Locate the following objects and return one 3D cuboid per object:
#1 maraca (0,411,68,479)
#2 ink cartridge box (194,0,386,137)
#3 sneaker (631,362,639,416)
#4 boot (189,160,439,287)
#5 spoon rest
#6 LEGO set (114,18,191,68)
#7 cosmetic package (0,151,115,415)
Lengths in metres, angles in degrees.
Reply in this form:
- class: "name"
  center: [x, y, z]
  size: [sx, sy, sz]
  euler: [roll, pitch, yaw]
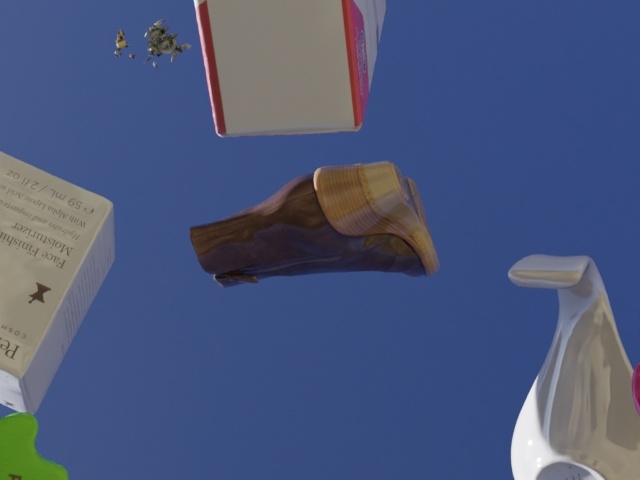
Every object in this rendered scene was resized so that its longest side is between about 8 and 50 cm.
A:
- class: "maraca"
  center: [-0.231, 0.133, 0.740]
  size: [0.185, 0.099, 0.127]
  euler: [11, -84, -6]
- class: "ink cartridge box"
  center: [-0.011, -0.123, 0.587]
  size: [0.063, 0.109, 0.150]
  euler: [-4, -153, 8]
- class: "sneaker"
  center: [0.339, 0.062, 0.951]
  size: [0.252, 0.111, 0.103]
  euler: [-37, -129, 13]
- class: "boot"
  center: [0.000, 0.000, 1.355]
  size: [0.206, 0.248, 0.090]
  euler: [-19, -114, 10]
- class: "spoon rest"
  center: [0.206, 0.125, 1.081]
  size: [0.137, 0.276, 0.084]
  euler: [4, -149, 29]
- class: "LEGO set"
  center: [-0.180, -0.209, 1.454]
  size: [0.083, 0.023, 0.054]
  euler: [-13, -109, 6]
- class: "cosmetic package"
  center: [-0.294, 0.037, 1.260]
  size: [0.151, 0.151, 0.184]
  euler: [23, -112, 1]
